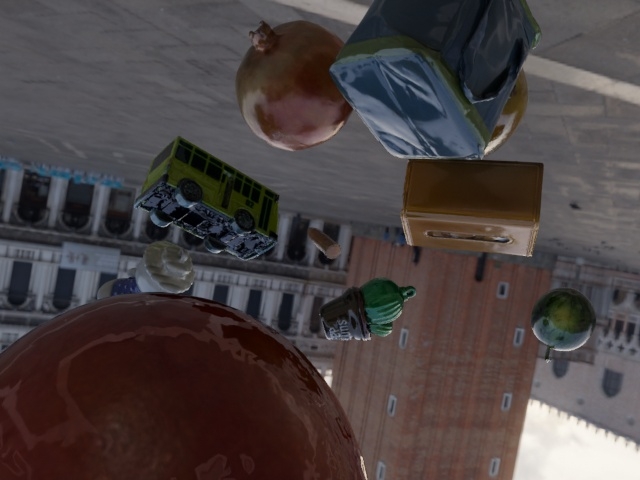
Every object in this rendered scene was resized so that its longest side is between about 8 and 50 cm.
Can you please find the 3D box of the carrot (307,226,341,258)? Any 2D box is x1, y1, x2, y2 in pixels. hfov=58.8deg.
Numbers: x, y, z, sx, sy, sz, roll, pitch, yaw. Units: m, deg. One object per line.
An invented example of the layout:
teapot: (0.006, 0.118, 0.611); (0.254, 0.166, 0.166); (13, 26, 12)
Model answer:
carrot: (0.000, 0.000, 1.532); (0.048, 0.048, 0.139); (9, -160, -37)

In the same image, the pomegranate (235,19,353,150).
pomegranate: (-0.057, -0.320, 1.138); (0.270, 0.252, 0.229); (41, -163, -46)

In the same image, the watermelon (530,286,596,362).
watermelon: (0.560, 0.200, 1.337); (0.141, 0.187, 0.140); (14, -155, -7)

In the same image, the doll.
doll: (-0.366, 0.095, 1.179); (0.293, 0.138, 0.119); (-35, 132, 29)

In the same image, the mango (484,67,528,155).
mango: (0.281, -0.305, 1.257); (0.300, 0.232, 0.446); (33, 173, -3)

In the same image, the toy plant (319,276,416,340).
toy plant: (0.101, 0.146, 1.156); (0.201, 0.142, 0.105); (-14, -144, 1)

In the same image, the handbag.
handbag: (0.173, -0.278, 0.854); (0.222, 0.240, 0.263); (5, 149, 49)

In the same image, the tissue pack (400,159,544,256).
tissue pack: (0.324, -0.070, 1.226); (0.275, 0.145, 0.194); (4, 156, 18)

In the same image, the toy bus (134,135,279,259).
toy bus: (-0.210, -0.078, 1.124); (0.262, 0.149, 0.128); (29, 141, -31)

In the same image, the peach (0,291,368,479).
peach: (-0.137, 0.239, 0.473); (0.389, 0.387, 0.388); (10, -179, 0)
